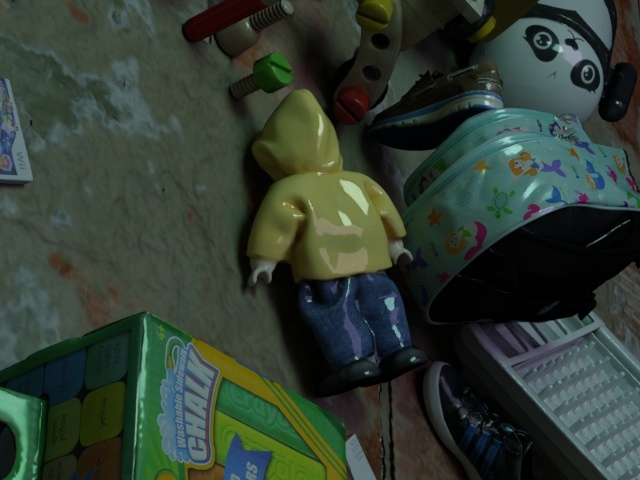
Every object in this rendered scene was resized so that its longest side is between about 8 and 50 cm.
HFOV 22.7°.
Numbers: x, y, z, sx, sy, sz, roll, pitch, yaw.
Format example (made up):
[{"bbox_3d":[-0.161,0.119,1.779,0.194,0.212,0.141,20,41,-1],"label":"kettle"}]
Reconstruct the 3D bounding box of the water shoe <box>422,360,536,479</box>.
[{"bbox_3d":[0.180,0.205,1.648,0.203,0.080,0.073,61,32,-11],"label":"water shoe"}]

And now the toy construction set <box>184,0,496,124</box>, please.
[{"bbox_3d":[0.041,-0.257,1.573,0.309,0.237,0.257,-31,97,-58],"label":"toy construction set"}]

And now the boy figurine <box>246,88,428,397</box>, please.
[{"bbox_3d":[0.000,0.000,1.492,0.177,0.092,0.285,-15,79,-32],"label":"boy figurine"}]

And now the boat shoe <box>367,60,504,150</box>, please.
[{"bbox_3d":[0.124,-0.142,1.675,0.066,0.183,0.066,25,65,-38],"label":"boat shoe"}]

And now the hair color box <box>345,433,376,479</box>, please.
[{"bbox_3d":[0.027,0.267,1.406,0.093,0.053,0.167,-33,98,-57],"label":"hair color box"}]

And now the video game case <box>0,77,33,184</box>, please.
[{"bbox_3d":[-0.273,-0.087,1.209,0.122,0.011,0.087,1,70,-57],"label":"video game case"}]

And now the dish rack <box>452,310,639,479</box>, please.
[{"bbox_3d":[0.293,0.189,1.744,0.333,0.072,0.285,47,26,17],"label":"dish rack"}]

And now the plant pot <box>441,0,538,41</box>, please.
[{"bbox_3d":[0.167,-0.356,1.832,0.212,0.187,0.212,17,49,-7],"label":"plant pot"}]

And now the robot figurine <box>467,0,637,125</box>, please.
[{"bbox_3d":[0.279,-0.243,1.982,0.278,0.209,0.173,-67,150,-50],"label":"robot figurine"}]

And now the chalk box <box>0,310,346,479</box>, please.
[{"bbox_3d":[-0.134,0.176,1.097,0.289,0.179,0.180,33,45,-43],"label":"chalk box"}]

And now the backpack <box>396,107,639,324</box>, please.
[{"bbox_3d":[0.190,-0.018,1.601,0.253,0.225,0.191,-6,58,-49],"label":"backpack"}]
